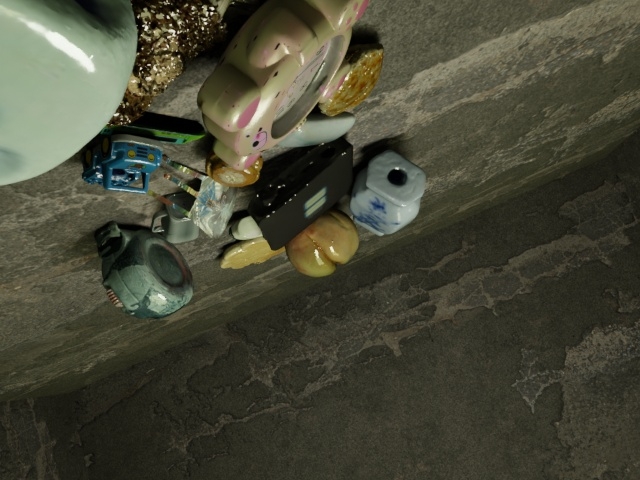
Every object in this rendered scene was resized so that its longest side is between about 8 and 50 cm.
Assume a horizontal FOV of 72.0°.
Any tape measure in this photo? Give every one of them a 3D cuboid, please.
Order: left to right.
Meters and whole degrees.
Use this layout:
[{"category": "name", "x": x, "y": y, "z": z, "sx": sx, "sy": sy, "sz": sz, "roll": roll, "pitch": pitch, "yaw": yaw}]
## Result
[{"category": "tape measure", "x": -0.492, "y": 0.093, "z": 1.253, "sx": 0.147, "sy": 0.274, "sz": 0.256, "roll": -31, "pitch": 167, "yaw": 12}]

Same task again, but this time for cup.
[{"category": "cup", "x": -0.395, "y": -0.060, "z": 1.200, "sx": 0.128, "sy": 0.095, "sz": 0.129, "roll": -12, "pitch": 158, "yaw": -28}]

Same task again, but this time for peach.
[{"category": "peach", "x": -0.001, "y": 0.001, "z": 1.677, "sx": 0.293, "sy": 0.247, "sz": 0.292, "roll": -8, "pitch": 139, "yaw": -8}]

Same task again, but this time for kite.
[{"category": "kite", "x": -0.314, "y": -0.101, "z": 1.126, "sx": 0.015, "sy": 0.169, "sz": 0.310, "roll": 17, "pitch": 178, "yaw": 26}]

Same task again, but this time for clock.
[{"category": "clock", "x": -0.060, "y": -0.267, "z": 0.716, "sx": 0.309, "sy": 0.114, "sz": 0.284, "roll": -51, "pitch": 180, "yaw": -12}]

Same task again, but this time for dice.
[{"category": "dice", "x": -0.366, "y": -0.222, "z": 0.413, "sx": 0.268, "sy": 0.264, "sz": 0.263, "roll": -30, "pitch": 163, "yaw": 18}]

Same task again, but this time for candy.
[{"category": "candy", "x": -0.017, "y": -0.269, "z": 1.065, "sx": 0.174, "sy": 0.071, "sz": 0.138, "roll": -16, "pitch": -175, "yaw": -28}]

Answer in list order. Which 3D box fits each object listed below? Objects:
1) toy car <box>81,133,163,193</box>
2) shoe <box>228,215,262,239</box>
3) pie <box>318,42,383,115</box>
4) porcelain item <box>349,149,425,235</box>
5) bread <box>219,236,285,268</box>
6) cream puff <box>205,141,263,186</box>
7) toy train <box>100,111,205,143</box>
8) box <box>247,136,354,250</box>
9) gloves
[{"category": "toy car", "x": -0.391, "y": -0.140, "z": 0.865, "sx": 0.191, "sy": 0.100, "sz": 0.097, "roll": -11, "pitch": 172, "yaw": 42}, {"category": "shoe", "x": -0.194, "y": -0.058, "z": 1.513, "sx": 0.265, "sy": 0.094, "sz": 0.110, "roll": -13, "pitch": 180, "yaw": -43}, {"category": "pie", "x": 0.063, "y": -0.346, "z": 0.949, "sx": 0.163, "sy": 0.078, "sz": 0.193, "roll": -16, "pitch": 160, "yaw": -42}, {"category": "porcelain item", "x": 0.220, "y": -0.145, "z": 1.511, "sx": 0.178, "sy": 0.243, "sz": 0.405, "roll": -57, "pitch": 175, "yaw": -12}, {"category": "bread", "x": -0.259, "y": 0.036, "z": 1.759, "sx": 0.316, "sy": 0.054, "sz": 0.316, "roll": -21, "pitch": 165, "yaw": -6}, {"category": "cream puff", "x": -0.200, "y": -0.188, "z": 1.026, "sx": 0.127, "sy": 0.103, "sz": 0.144, "roll": 14, "pitch": 163, "yaw": -28}, {"category": "toy train", "x": -0.327, "y": -0.220, "z": 0.866, "sx": 0.209, "sy": 0.044, "sz": 0.042, "roll": -4, "pitch": 154, "yaw": -49}, {"category": "box", "x": -0.045, "y": -0.132, "z": 1.327, "sx": 0.359, "sy": 0.091, "sz": 0.350, "roll": -39, "pitch": 166, "yaw": -7}, {"category": "gloves", "x": -0.216, "y": -0.289, "z": 0.599, "sx": 0.312, "sy": 0.135, "sz": 0.210, "roll": -46, "pitch": -158, "yaw": -9}]
